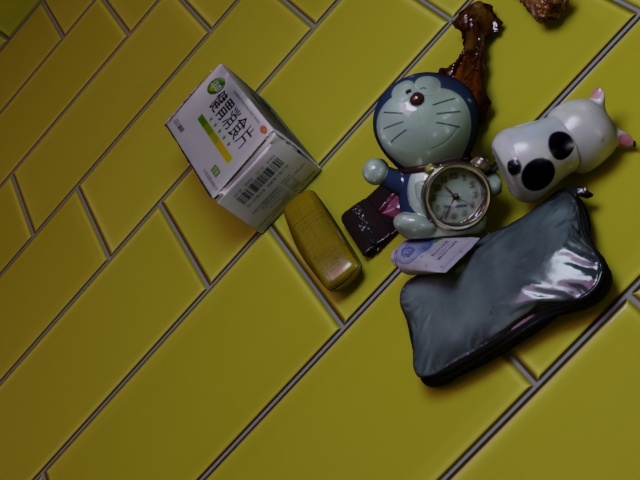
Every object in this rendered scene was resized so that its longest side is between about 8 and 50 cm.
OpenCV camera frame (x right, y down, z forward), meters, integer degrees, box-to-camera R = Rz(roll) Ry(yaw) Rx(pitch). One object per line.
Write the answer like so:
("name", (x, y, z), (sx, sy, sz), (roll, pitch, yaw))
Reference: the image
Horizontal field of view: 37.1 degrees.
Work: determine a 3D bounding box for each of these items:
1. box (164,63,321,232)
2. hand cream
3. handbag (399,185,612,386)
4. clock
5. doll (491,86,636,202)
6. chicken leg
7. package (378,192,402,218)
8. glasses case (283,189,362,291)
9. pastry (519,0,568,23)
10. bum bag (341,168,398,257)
("box", (-0.153, -0.181, 1.827), (0.173, 0.145, 0.333), (-48, 40, 10))
("hand cream", (0.157, 0.021, 1.388), (0.084, 0.053, 0.142), (-42, 19, -29))
("handbag", (0.252, 0.064, 1.332), (0.332, 0.075, 0.191), (-35, 40, 26))
("clock", (0.160, -0.126, 1.411), (0.200, 0.146, 0.243), (-7, 94, 4))
("doll", (0.330, -0.131, 1.343), (0.181, 0.110, 0.107), (-26, -1, -9))
("chicken leg", (0.242, -0.275, 1.571), (0.113, 0.093, 0.304), (5, 58, 27))
("package", (0.143, -0.048, 1.520), (0.083, 0.029, 0.059), (35, 88, 7))
("glasses case", (0.000, 0.000, 1.616), (0.079, 0.064, 0.234), (-41, 42, 10))
("pastry", (0.353, -0.414, 1.557), (0.063, 0.087, 0.169), (-14, 45, -6))
("bum bag", (0.110, -0.055, 1.578), (0.159, 0.026, 0.109), (-44, 43, 10))
